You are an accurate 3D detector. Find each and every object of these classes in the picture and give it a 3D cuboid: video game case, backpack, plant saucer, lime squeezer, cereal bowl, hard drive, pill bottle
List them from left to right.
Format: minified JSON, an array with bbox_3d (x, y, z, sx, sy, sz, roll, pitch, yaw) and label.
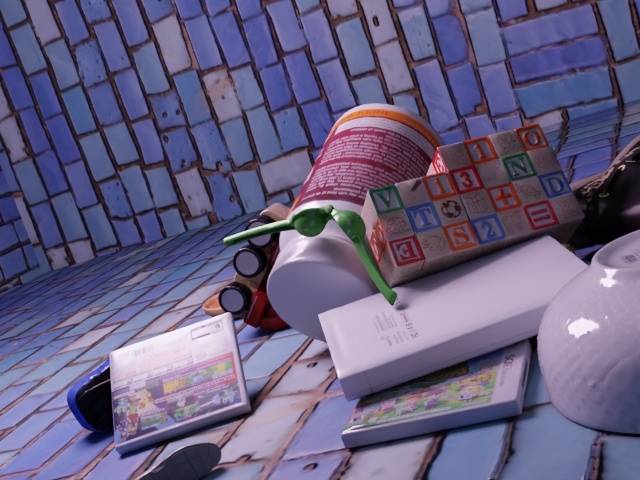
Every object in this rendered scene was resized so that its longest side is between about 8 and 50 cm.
[{"bbox_3d":[-0.339,0.248,1.537,0.120,0.098,0.101,-40,10,-31],"label":"backpack"},{"bbox_3d":[-0.212,0.208,1.434,0.201,0.023,0.183,-18,45,2],"label":"video game case"},{"bbox_3d":[-0.148,0.121,2.036,0.200,0.037,0.200,-18,10,3],"label":"plant saucer"},{"bbox_3d":[0.000,0.000,1.420,0.310,0.110,0.059,18,1,32],"label":"lime squeezer"},{"bbox_3d":[0.064,-0.032,1.616,0.224,0.224,0.392,-12,36,34],"label":"pill bottle"},{"bbox_3d":[0.146,0.182,1.176,0.212,0.023,0.193,-16,10,19],"label":"video game case"},{"bbox_3d":[0.181,0.096,1.302,0.353,0.047,0.233,-20,17,-1],"label":"hard drive"},{"bbox_3d":[0.387,0.065,1.026,0.338,0.141,0.339,-18,11,3],"label":"cereal bowl"}]

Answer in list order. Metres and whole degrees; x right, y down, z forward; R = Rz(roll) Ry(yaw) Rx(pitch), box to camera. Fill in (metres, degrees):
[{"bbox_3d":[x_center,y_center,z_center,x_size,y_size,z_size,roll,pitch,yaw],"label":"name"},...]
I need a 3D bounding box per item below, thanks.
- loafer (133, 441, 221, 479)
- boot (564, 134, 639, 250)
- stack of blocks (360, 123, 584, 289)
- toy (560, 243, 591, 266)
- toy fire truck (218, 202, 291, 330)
[{"bbox_3d":[-0.184,0.283,1.195,0.125,0.045,0.039,-26,5,-20],"label":"loafer"},{"bbox_3d":[0.568,-0.086,1.505,0.377,0.138,0.284,-24,13,-27],"label":"boot"},{"bbox_3d":[0.216,-0.052,1.445,0.297,0.171,0.087,-15,-24,-12],"label":"stack of blocks"},{"bbox_3d":[0.346,0.039,1.494,0.136,0.056,0.237,-25,11,-26],"label":"toy"},{"bbox_3d":[-0.029,0.069,1.782,0.246,0.217,0.158,26,20,7],"label":"toy fire truck"}]
